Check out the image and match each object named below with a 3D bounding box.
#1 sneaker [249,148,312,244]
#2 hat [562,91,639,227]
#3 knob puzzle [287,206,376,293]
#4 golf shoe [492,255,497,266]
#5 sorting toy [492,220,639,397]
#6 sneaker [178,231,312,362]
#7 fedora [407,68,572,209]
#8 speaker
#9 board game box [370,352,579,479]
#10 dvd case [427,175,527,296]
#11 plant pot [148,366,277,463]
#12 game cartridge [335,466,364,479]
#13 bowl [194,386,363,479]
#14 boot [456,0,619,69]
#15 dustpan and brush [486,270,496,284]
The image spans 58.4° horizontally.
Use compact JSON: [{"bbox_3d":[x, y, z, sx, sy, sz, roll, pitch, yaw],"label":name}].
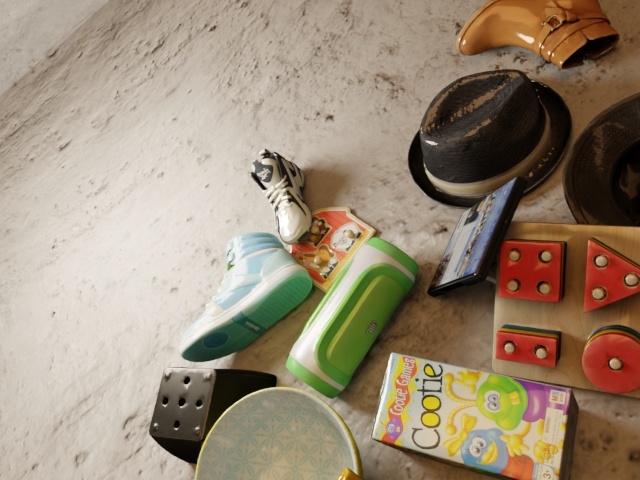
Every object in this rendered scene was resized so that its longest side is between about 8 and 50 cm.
[{"bbox_3d":[-0.099,-0.111,1.277,0.094,0.153,0.235,-22,50,28],"label":"sneaker"},{"bbox_3d":[0.569,-0.078,0.927,0.331,0.134,0.331,-4,78,21],"label":"hat"},{"bbox_3d":[0.000,0.000,1.256,0.213,0.030,0.213,-13,59,23],"label":"knob puzzle"},{"bbox_3d":[0.364,0.003,1.033,0.186,0.067,0.086,3,64,30],"label":"golf shoe"},{"bbox_3d":[0.392,0.105,0.875,0.255,0.089,0.257,4,96,29],"label":"sorting toy"},{"bbox_3d":[-0.188,0.109,1.243,0.319,0.127,0.208,-34,53,0],"label":"sneaker"},{"bbox_3d":[0.316,-0.227,1.132,0.334,0.152,0.334,-13,59,22],"label":"fedora"},{"bbox_3d":[0.061,0.143,1.082,0.131,0.131,0.296,29,80,36],"label":"speaker"},{"bbox_3d":[0.242,0.286,0.897,0.275,0.144,0.142,6,68,31],"label":"board game box"},{"bbox_3d":[0.263,0.004,0.995,0.022,0.253,0.180,27,77,-1],"label":"dvd case"},{"bbox_3d":[-0.217,0.330,1.107,0.188,0.167,0.187,-4,63,26],"label":"plant pot"},{"bbox_3d":[0.081,0.535,0.801,0.323,0.053,0.285,36,84,4],"label":"game cartridge"},{"bbox_3d":[-0.050,0.407,0.975,0.289,0.156,0.289,-9,63,19],"label":"bowl"},{"bbox_3d":[0.453,-0.425,1.211,0.283,0.109,0.220,-24,59,7],"label":"boot"},{"bbox_3d":[0.348,0.090,0.998,0.211,0.060,0.147,24,77,36],"label":"dustpan and brush"}]
